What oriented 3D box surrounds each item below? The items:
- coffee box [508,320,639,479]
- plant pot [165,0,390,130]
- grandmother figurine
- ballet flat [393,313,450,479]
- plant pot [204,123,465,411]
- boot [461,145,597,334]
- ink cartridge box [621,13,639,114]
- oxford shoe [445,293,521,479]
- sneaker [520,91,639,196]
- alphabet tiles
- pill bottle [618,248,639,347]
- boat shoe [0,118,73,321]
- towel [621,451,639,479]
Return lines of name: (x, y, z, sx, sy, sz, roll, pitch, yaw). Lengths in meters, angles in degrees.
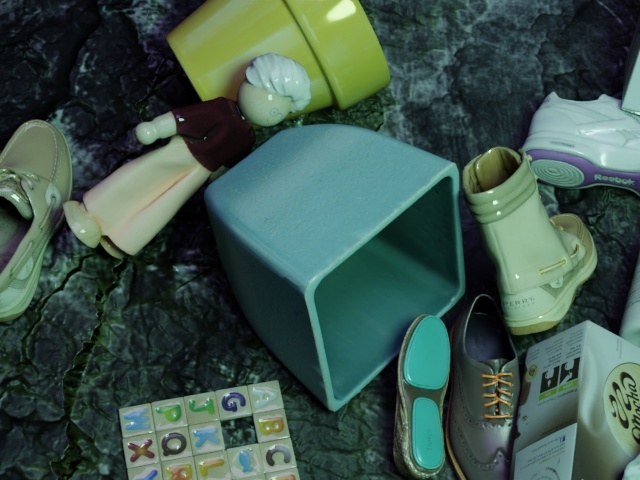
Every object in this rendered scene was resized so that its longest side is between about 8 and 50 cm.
coffee box: (0.310, 0.265, 1.424, 0.168, 0.119, 0.297, 28, 55, -20)
plant pot: (-0.068, -0.263, 1.726, 0.239, 0.254, 0.254, -31, 62, -2)
grandmother figurine: (-0.154, -0.111, 1.607, 0.342, 0.208, 0.104, -38, 76, 9)
ballet flat: (0.114, 0.189, 1.528, 0.073, 0.067, 0.206, 19, 58, -18)
plant pot: (0.000, 0.000, 1.556, 0.247, 0.247, 0.252, -39, 54, -23)
boot: (0.255, -0.029, 1.564, 0.095, 0.203, 0.262, -13, 20, 31)
ink cartridge box: (0.480, -0.275, 1.749, 0.093, 0.154, 0.212, 14, 32, 6)
oxford shoe: (0.197, 0.192, 1.513, 0.097, 0.098, 0.271, -4, 57, -5)
sneaker: (0.431, -0.131, 1.721, 0.305, 0.114, 0.152, 14, 58, 7)
alphabet tiles: (-0.124, 0.286, 1.494, 0.198, 0.009, 0.237, -9, 58, -8)
pill bottle: (0.461, 0.047, 1.598, 0.131, 0.131, 0.229, 17, 58, 9)
boat shoe: (-0.392, -0.045, 1.644, 0.109, 0.098, 0.302, 8, 57, 3)
towel: (0.537, 0.186, 1.337, 0.321, 0.090, 0.374, 5, 39, 41)
